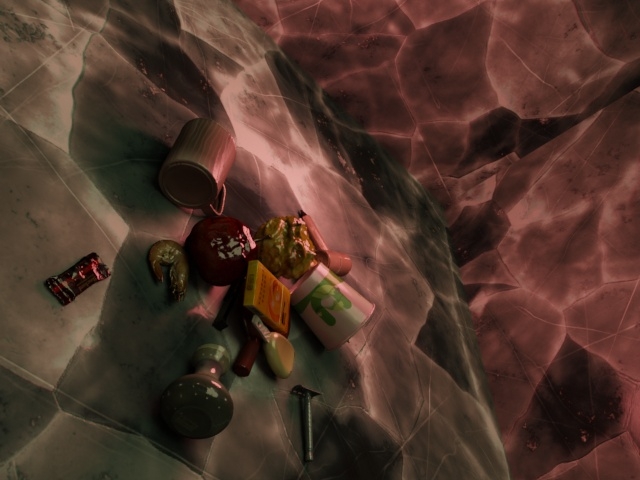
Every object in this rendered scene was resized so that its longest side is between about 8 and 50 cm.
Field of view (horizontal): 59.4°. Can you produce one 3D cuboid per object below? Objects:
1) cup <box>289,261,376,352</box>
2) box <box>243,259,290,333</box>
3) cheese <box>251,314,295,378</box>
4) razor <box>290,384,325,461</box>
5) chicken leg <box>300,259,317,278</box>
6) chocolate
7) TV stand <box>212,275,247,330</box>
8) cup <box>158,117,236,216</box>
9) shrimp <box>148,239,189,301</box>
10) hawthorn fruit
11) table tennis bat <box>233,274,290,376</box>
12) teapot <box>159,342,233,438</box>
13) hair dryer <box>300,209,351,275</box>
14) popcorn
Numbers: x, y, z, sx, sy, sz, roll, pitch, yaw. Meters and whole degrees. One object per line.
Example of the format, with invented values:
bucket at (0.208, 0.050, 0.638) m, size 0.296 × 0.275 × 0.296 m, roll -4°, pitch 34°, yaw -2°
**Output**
cup at (0.026, 0.236, 2.086) m, size 0.274 × 0.253 × 0.253 m, roll 47°, pitch 29°, yaw -3°
box at (-0.167, 0.185, 1.801) m, size 0.269 × 0.044 × 0.152 m, roll 55°, pitch 34°, yaw -56°
cheese at (-0.156, 0.325, 1.775) m, size 0.127 × 0.054 × 0.251 m, roll -78°, pitch 149°, yaw -46°
razor at (-0.036, 0.588, 1.802) m, size 0.106 × 0.068 × 0.231 m, roll 30°, pitch 43°, yaw -39°
chicken leg at (-0.102, 0.053, 2.226) m, size 0.251 × 0.087 × 0.107 m, roll 51°, pitch 17°, yaw 3°
chocolate at (-0.613, 0.094, 1.434) m, size 0.086 × 0.028 × 0.182 m, roll 56°, pitch 26°, yaw -7°
TV stand at (-0.285, 0.191, 1.827) m, size 0.040 × 0.049 × 0.256 m, roll 48°, pitch 29°, yaw -18°
cup at (-0.422, -0.238, 1.941) m, size 0.209 × 0.288 × 0.273 m, roll 13°, pitch 39°, yaw -3°
shrimp at (-0.448, 0.087, 1.673) m, size 0.133 × 0.053 × 0.235 m, roll 31°, pitch 34°, yaw -42°
hawthorn fruit at (-0.290, 0.025, 1.798) m, size 0.266 × 0.210 × 0.230 m, roll -18°, pitch 57°, yaw -27°
table tennis bat at (-0.194, 0.273, 1.847) m, size 0.268 × 0.051 × 0.414 m, roll 57°, pitch 30°, yaw -27°
teapot at (-0.309, 0.388, 1.477) m, size 0.183 × 0.184 × 0.250 m, roll 47°, pitch 18°, yaw -18°
hair dryer at (0.000, 0.000, 2.435) m, size 0.189 × 0.107 × 0.344 m, roll 11°, pitch 46°, yaw -54°
popcorn at (-0.129, 0.020, 2.067) m, size 0.249 × 0.225 × 0.249 m, roll 45°, pitch 20°, yaw -22°
